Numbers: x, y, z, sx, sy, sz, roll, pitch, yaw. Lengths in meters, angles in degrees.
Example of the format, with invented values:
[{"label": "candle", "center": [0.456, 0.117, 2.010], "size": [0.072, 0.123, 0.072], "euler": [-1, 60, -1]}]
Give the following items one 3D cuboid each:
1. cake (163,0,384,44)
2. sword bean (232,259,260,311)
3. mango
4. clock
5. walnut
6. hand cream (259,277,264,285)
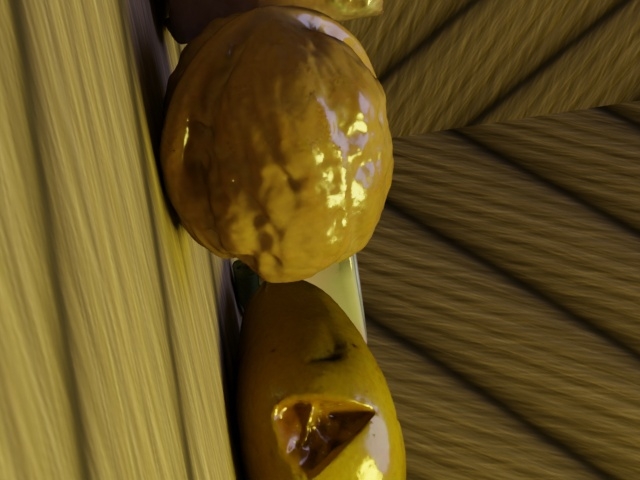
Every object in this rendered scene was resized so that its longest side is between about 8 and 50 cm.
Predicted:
[{"label": "cake", "center": [-0.065, -0.353, 1.416], "size": [0.309, 0.230, 0.237], "euler": [-95, 178, -65]}, {"label": "sword bean", "center": [-0.081, 0.111, 1.791], "size": [0.269, 0.038, 0.043], "euler": [79, 28, -55]}, {"label": "mango", "center": [-0.016, 0.188, 1.553], "size": [0.365, 0.182, 0.253], "euler": [-112, -174, -45]}, {"label": "clock", "center": [0.000, 0.000, 2.026], "size": [0.338, 0.102, 0.338], "euler": [-8, 90, -86]}, {"label": "walnut", "center": [-0.037, -0.096, 1.254], "size": [0.224, 0.257, 0.257], "euler": [33, -38, 46]}, {"label": "hand cream", "center": [-0.084, -0.012, 1.985], "size": [0.078, 0.050, 0.204], "euler": [-25, 110, -48]}]
